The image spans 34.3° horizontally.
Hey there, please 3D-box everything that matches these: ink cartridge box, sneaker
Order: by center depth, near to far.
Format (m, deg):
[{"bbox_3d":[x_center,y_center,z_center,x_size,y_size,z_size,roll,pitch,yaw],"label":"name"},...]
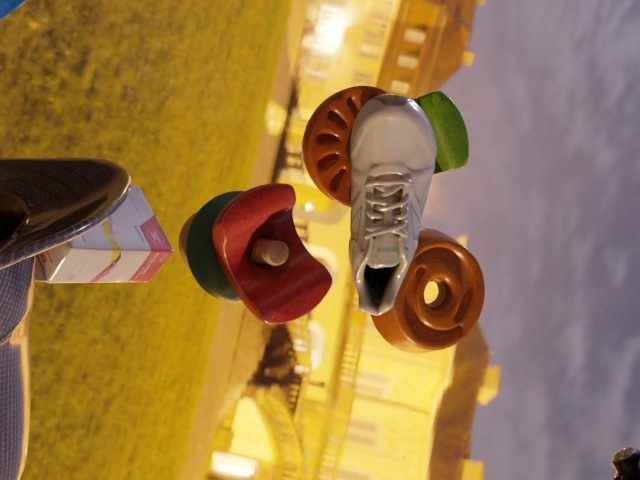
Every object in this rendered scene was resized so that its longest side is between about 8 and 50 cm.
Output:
[{"bbox_3d":[0.044,-0.018,0.646,0.061,0.054,0.152,-85,177,-53],"label":"sneaker"},{"bbox_3d":[-0.291,-0.012,1.262,0.067,0.198,0.115,-48,-119,29],"label":"ink cartridge box"}]

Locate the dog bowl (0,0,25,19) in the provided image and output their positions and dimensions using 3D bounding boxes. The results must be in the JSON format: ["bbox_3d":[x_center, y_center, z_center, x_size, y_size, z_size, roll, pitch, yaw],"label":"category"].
[{"bbox_3d":[-0.121,-0.246,0.575,0.297,0.074,0.166,-48,-169,-4],"label":"dog bowl"}]

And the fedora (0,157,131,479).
[{"bbox_3d":[-0.202,0.050,0.376,0.244,0.275,0.124,-118,-156,-72],"label":"fedora"}]

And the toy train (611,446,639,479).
[{"bbox_3d":[0.352,0.272,0.984,0.105,0.184,0.080,-28,179,25],"label":"toy train"}]

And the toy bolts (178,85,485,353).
[{"bbox_3d":[0.000,0.000,0.846,0.158,0.228,0.218,8,-61,62],"label":"toy bolts"}]
